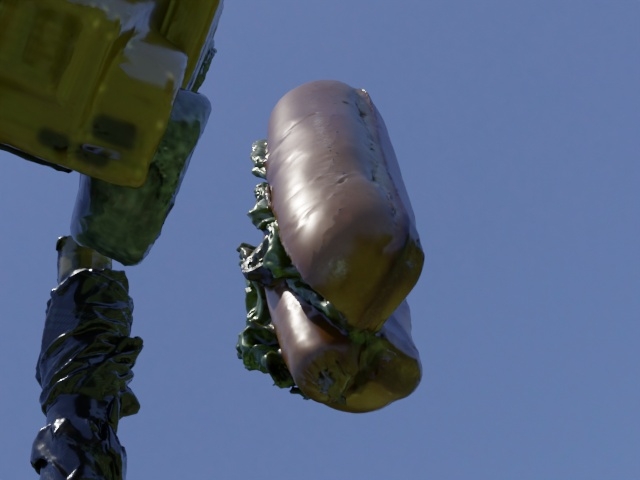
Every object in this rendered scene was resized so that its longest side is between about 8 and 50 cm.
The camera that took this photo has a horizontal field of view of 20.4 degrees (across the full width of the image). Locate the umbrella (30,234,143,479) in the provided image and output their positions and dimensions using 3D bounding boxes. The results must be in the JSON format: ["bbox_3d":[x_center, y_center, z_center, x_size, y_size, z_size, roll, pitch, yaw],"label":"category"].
[{"bbox_3d":[-0.084,0.059,0.641,0.040,0.144,0.037,4,-36,-10],"label":"umbrella"}]

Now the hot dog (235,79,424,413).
[{"bbox_3d":[0.000,0.000,1.043,0.100,0.337,0.135,0,-69,-3],"label":"hot dog"}]

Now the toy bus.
[{"bbox_3d":[-0.084,-0.095,0.610,0.121,0.335,0.123,23,-80,-6],"label":"toy bus"}]
